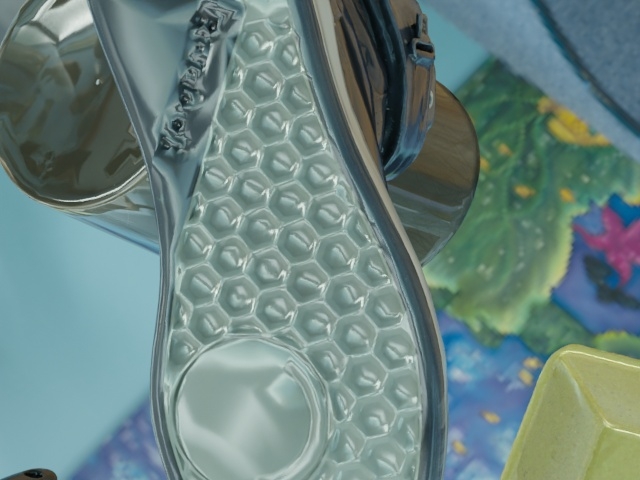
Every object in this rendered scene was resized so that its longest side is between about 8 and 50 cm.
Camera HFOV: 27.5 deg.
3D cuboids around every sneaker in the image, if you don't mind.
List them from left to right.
[{"bbox_3d":[0.002,-0.001,0.421,0.163,0.086,0.226,4,-105,-76],"label":"sneaker"}]

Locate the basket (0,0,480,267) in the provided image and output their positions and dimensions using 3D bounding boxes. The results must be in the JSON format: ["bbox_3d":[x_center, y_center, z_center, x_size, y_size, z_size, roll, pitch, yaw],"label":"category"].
[{"bbox_3d":[-0.051,-0.055,0.702,0.204,0.154,0.227,-10,165,28],"label":"basket"}]

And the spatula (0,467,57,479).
[{"bbox_3d":[-0.292,0.215,0.855,0.084,0.296,0.030,19,121,37],"label":"spatula"}]

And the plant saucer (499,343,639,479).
[{"bbox_3d":[0.282,0.276,1.012,0.333,0.333,0.081,13,161,38],"label":"plant saucer"}]
